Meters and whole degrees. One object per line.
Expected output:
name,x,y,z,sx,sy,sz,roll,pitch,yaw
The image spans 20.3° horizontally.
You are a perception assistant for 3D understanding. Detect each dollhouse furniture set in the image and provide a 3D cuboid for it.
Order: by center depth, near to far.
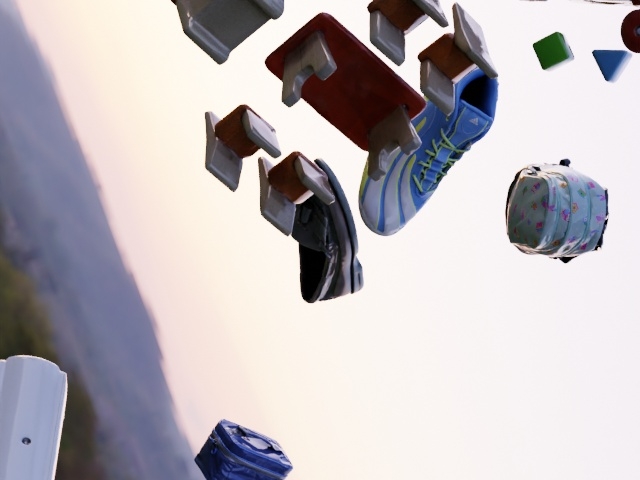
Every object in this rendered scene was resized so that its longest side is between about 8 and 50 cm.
dollhouse furniture set,-0.011,-0.176,1.661,0.259,0.262,0.135,40,25,-30

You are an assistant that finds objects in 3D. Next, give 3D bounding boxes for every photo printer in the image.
photo printer,-0.398,0.337,2.244,0.256,0.107,0.307,114,-17,-48

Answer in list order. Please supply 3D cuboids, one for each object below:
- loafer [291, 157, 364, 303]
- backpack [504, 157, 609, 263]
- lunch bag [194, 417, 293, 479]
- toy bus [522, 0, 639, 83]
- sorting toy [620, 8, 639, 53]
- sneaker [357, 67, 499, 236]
loafer,0.000,0.000,2.366,0.096,0.084,0.267,56,-12,35
backpack,0.329,-0.036,2.507,0.182,0.115,0.152,-163,-108,-71
lunch bag,-0.082,0.232,1.909,0.098,0.065,0.067,28,11,-35
toy bus,0.242,-0.249,1.556,0.202,0.191,0.104,53,16,12
sorting toy,0.326,-0.333,1.798,0.132,0.046,0.274,-16,-93,46
sneaker,0.127,-0.115,2.056,0.091,0.240,0.126,30,-9,-14
